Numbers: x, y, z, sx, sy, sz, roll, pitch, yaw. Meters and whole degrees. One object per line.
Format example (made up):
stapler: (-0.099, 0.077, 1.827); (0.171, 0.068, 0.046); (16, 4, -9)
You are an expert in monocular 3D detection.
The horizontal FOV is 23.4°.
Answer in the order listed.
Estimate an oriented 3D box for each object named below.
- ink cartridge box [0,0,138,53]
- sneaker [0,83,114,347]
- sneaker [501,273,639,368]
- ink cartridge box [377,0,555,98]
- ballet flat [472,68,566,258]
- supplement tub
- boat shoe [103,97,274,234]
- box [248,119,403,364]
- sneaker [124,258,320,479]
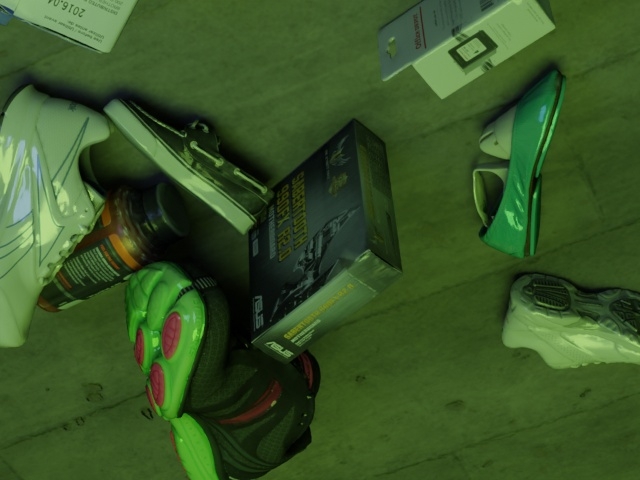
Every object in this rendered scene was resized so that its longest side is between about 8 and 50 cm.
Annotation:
ink cartridge box: (-0.255, -0.352, 1.388); (0.270, 0.151, 0.395); (23, 119, -20)
sneaker: (-0.309, -0.018, 1.706); (0.129, 0.111, 0.297); (12, 101, -1)
sneaker: (0.333, 0.118, 1.918); (0.232, 0.090, 0.115); (17, 133, -3)
ink cartridge box: (0.151, -0.222, 1.621); (0.180, 0.104, 0.060); (-31, 124, 23)
ballet flat: (0.218, -0.086, 1.750); (0.087, 0.083, 0.247); (11, 127, 8)
supplement tub: (-0.252, 0.003, 1.794); (0.198, 0.106, 0.106); (-24, 125, 18)
boat shoe: (-0.147, -0.098, 1.744); (0.219, 0.078, 0.070); (40, 85, -22)
box: (0.000, 0.000, 1.715); (0.056, 0.231, 0.183); (34, 121, -29)
sneaker: (-0.108, 0.149, 1.849); (0.202, 0.185, 0.483); (-20, 153, -4)
